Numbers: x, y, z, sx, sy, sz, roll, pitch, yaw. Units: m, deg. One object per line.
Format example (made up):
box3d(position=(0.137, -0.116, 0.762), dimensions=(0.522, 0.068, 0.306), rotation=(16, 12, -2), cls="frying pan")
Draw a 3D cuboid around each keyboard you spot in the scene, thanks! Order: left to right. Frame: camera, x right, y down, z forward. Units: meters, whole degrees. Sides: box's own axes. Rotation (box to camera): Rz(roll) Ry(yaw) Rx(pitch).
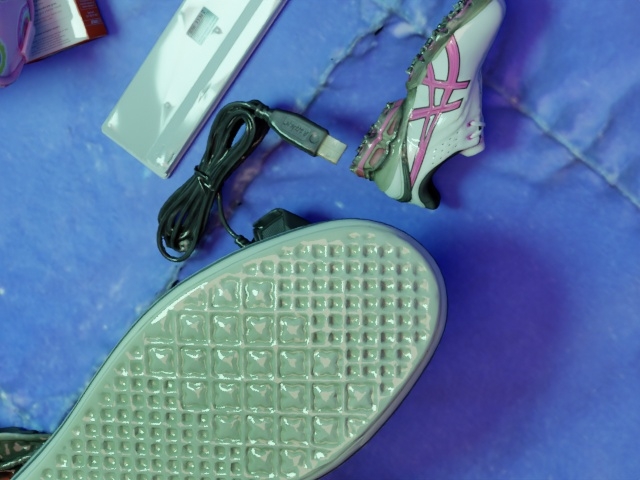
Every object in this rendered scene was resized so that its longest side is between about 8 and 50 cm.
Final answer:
box3d(position=(-0.088, -0.170, 1.286), dimensions=(0.072, 0.014, 0.256), rotation=(39, 109, 10), cls="keyboard")

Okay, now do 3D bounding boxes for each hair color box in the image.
box3d(position=(-0.237, -0.224, 1.299), dimensions=(0.072, 0.043, 0.141), rotation=(-17, 97, 19), cls="hair color box")

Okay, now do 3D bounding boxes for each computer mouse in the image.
box3d(position=(0.000, 0.000, 1.267), dimensions=(0.262, 0.060, 0.184), rotation=(37, 121, 16), cls="computer mouse")

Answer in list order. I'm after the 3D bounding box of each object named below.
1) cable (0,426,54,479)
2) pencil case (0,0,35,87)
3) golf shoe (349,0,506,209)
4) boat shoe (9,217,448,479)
box3d(position=(-0.251, 0.197, 1.377), dimensions=(0.287, 0.072, 0.139), rotation=(-12, 103, 17), cls="cable")
box3d(position=(-0.369, -0.158, 1.291), dimensions=(0.284, 0.124, 0.124), rotation=(-11, 99, 30), cls="pencil case")
box3d(position=(0.101, -0.110, 1.218), dimensions=(0.086, 0.067, 0.186), rotation=(32, 118, 1), cls="golf shoe")
box3d(position=(-0.099, 0.152, 1.255), dimensions=(0.500, 0.156, 0.187), rotation=(-43, 88, 20), cls="boat shoe")
